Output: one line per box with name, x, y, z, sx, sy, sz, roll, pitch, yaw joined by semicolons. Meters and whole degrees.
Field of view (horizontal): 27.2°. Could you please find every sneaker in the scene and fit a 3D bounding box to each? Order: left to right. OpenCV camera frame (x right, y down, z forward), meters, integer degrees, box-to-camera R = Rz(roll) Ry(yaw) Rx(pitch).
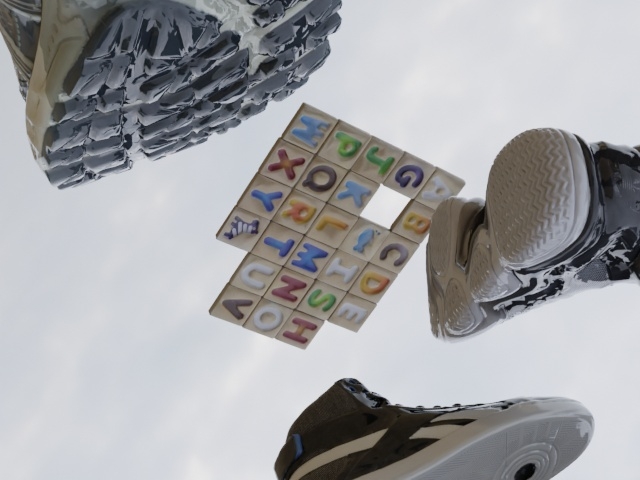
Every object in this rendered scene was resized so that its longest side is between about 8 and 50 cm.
sneaker;-0.063;-0.115;0.400;0.110;0.122;0.283;-24;163;-13
sneaker;0.071;0.129;0.921;0.216;0.079;0.121;-18;-141;-16
sneaker;0.166;0.008;0.884;0.268;0.153;0.101;124;-34;-68

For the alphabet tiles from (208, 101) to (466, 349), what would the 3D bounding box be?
alphabet tiles;0.000;0.000;1.284;0.237;0.198;0.009;-55;-148;20
